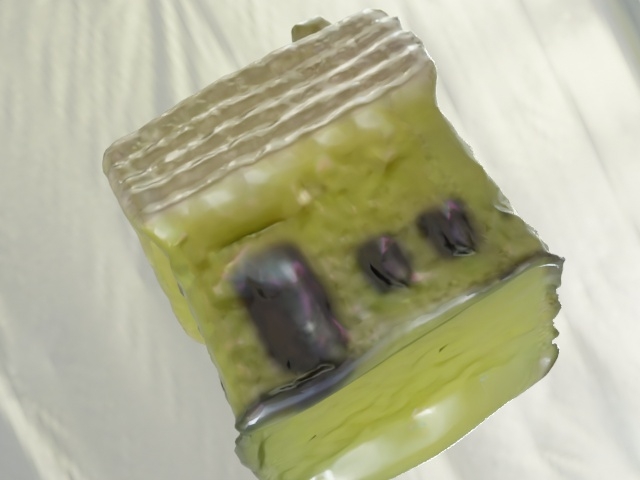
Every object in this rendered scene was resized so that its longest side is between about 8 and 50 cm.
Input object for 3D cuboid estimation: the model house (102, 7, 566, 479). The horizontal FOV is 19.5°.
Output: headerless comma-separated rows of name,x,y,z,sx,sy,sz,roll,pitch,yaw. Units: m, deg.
model house,0.000,0.000,1.030,0.234,0.193,0.175,58,175,30
